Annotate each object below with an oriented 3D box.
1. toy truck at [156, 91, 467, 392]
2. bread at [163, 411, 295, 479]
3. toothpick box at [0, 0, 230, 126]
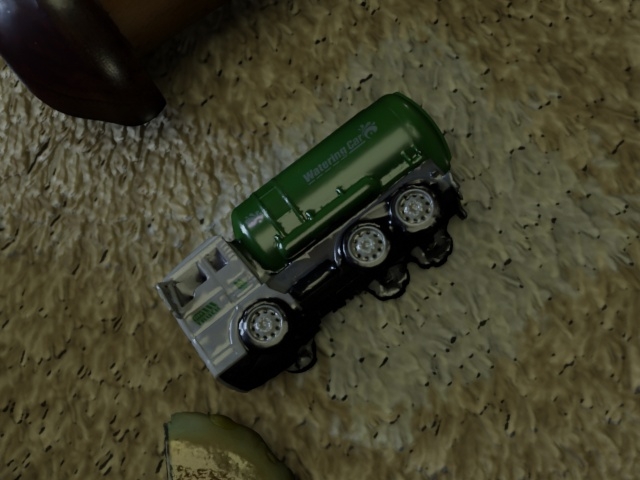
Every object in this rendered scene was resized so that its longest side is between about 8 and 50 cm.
[{"bbox_3d":[0.000,0.000,0.714,0.242,0.101,0.125,-39,70,-1],"label":"toy truck"},{"bbox_3d":[-0.062,0.191,0.696,0.094,0.083,0.157,-32,77,1],"label":"bread"},{"bbox_3d":[-0.122,-0.225,0.739,0.294,0.192,0.192,-40,75,-4],"label":"toothpick box"}]
